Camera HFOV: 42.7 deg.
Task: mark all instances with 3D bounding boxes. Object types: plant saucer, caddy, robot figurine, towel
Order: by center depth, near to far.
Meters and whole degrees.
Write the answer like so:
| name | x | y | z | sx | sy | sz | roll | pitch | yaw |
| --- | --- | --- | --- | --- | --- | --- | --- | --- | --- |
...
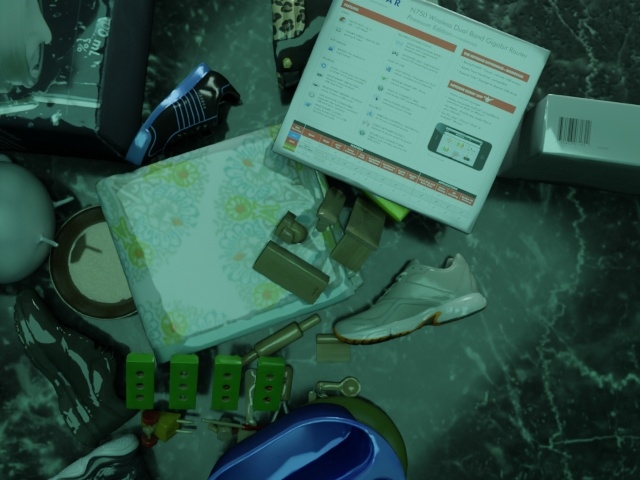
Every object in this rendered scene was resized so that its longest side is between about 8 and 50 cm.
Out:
| name | x | y | z | sx | sy | sz | roll | pitch | yaw |
| --- | --- | --- | --- | --- | --- | --- | --- | --- | --- |
| caddy | -0.034 | 0.406 | 1.260 | 0.341 | 0.179 | 0.241 | -31 | 94 | 0 |
| robot figurine | -0.586 | -0.027 | 1.318 | 0.354 | 0.199 | 0.299 | -2 | 53 | -1 |
| towel | -0.144 | -0.002 | 1.362 | 0.375 | 0.090 | 0.320 | -19 | 90 | -8 |
| plant saucer | 0.029 | 0.383 | 1.370 | 0.241 | 0.037 | 0.240 | 0 | 93 | -3 |
| plant saucer | -0.361 | 0.037 | 1.400 | 0.199 | 0.036 | 0.198 | 0 | 86 | 0 |

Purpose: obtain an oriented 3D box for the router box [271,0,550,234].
| name | x | y | z | sx | sy | sz | roll | pitch | yaw |
| --- | --- | --- | --- | --- | --- | --- | --- | --- | --- |
| router box | 0.136 | -0.210 | 1.267 | 0.336 | 0.082 | 0.301 | 24 | 95 | 3 |

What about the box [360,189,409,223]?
| name | x | y | z | sx | sy | sz | roll | pitch | yaw |
| --- | --- | --- | --- | --- | --- | --- | --- | --- | --- |
| box | 0.076 | -0.102 | 1.377 | 0.178 | 0.109 | 0.042 | 43 | 91 | 2 |

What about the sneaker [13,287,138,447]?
| name | x | y | z | sx | sy | sz | roll | pitch | yaw |
| --- | --- | --- | --- | --- | --- | --- | --- | --- | --- |
| sneaker | -0.406 | 0.196 | 1.367 | 0.130 | 0.109 | 0.286 | -30 | 97 | -9 |

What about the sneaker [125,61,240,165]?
| name | x | y | z | sx | sy | sz | roll | pitch | yaw |
| --- | --- | --- | --- | --- | --- | --- | --- | --- | --- |
| sneaker | -0.225 | -0.198 | 1.365 | 0.090 | 0.081 | 0.232 | 37 | 64 | -4 |

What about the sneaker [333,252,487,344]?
| name | x | y | z | sx | sy | sz | roll | pitch | yaw |
| --- | --- | --- | --- | --- | --- | --- | --- | --- | --- |
| sneaker | 0.141 | 0.098 | 1.383 | 0.263 | 0.099 | 0.121 | -15 | 79 | -9 |

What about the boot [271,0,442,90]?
| name | x | y | z | sx | sy | sz | roll | pitch | yaw |
| --- | --- | --- | --- | --- | --- | --- | --- | --- | --- |
| boot | 0.069 | -0.286 | 1.375 | 0.284 | 0.138 | 0.377 | -6 | 93 | 3 |

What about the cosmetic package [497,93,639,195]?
| name | x | y | z | sx | sy | sz | roll | pitch | yaw |
| --- | --- | --- | --- | --- | --- | --- | --- | --- | --- |
| cosmetic package | 0.500 | -0.136 | 1.297 | 0.378 | 0.284 | 0.097 | 7 | 85 | -1 |

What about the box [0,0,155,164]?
| name | x | y | z | sx | sy | sz | roll | pitch | yaw |
| --- | --- | --- | --- | --- | --- | --- | --- | --- | --- |
| box | -0.523 | -0.394 | 1.299 | 0.472 | 0.297 | 0.479 | 6 | 87 | -2 |

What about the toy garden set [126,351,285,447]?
| name | x | y | z | sx | sy | sz | roll | pitch | yaw |
| --- | --- | --- | --- | --- | --- | --- | --- | --- | --- |
| toy garden set | -0.191 | 0.256 | 1.340 | 0.244 | 0.049 | 0.203 | 3 | 126 | -8 |

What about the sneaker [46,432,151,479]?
| name | x | y | z | sx | sy | sz | roll | pitch | yaw |
| --- | --- | --- | --- | --- | --- | --- | --- | --- | --- |
| sneaker | -0.390 | 0.445 | 1.342 | 0.269 | 0.101 | 0.153 | -32 | 85 | -5 |

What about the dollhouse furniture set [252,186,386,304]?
| name | x | y | z | sx | sy | sz | roll | pitch | yaw |
| --- | --- | --- | --- | --- | --- | --- | --- | --- | --- |
| dollhouse furniture set | 0.000 | 0.000 | 1.324 | 0.144 | 0.123 | 0.151 | 32 | 119 | -6 |

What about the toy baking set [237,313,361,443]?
| name | x | y | z | sx | sy | sz | roll | pitch | yaw |
| --- | --- | --- | --- | --- | --- | --- | --- | --- | --- |
| toy baking set | -0.049 | 0.250 | 1.394 | 0.256 | 0.030 | 0.196 | -25 | 88 | -2 |
